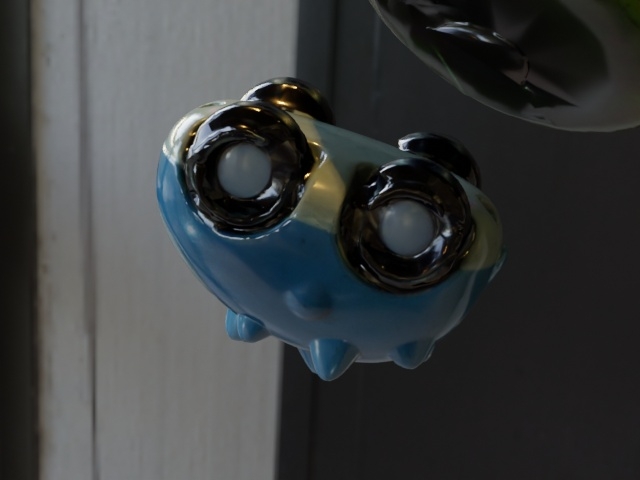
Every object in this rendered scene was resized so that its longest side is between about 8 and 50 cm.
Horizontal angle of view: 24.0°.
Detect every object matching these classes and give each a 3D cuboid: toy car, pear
[{"bbox_3d":[0.000,0.000,1.074,0.255,0.190,0.188,21,16,2],"label":"toy car"},{"bbox_3d":[0.148,-0.205,1.031,0.399,0.399,0.165,20,66,44],"label":"pear"}]
